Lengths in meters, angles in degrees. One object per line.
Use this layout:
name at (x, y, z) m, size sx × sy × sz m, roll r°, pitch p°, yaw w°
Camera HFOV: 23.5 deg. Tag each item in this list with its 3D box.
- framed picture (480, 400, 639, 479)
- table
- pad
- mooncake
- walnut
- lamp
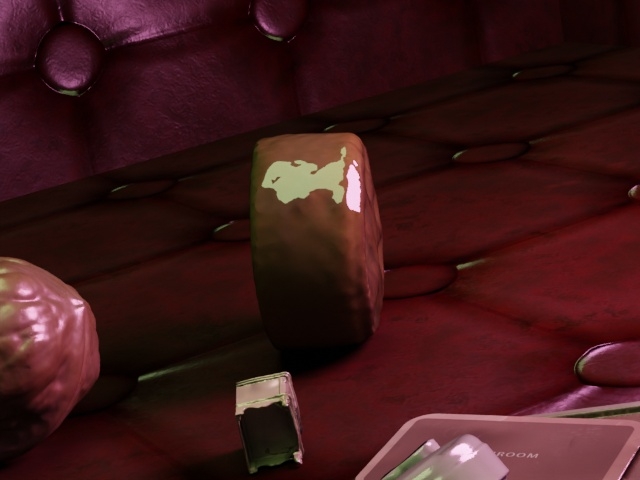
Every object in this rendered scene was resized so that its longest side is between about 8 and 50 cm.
framed picture at (0.269, 0.231, 1.441) m, size 0.247 × 0.022 × 0.335 m, roll -9°, pitch 16°, yaw 9°
table at (-0.055, 0.197, 1.663) m, size 0.062 × 0.079 × 0.083 m, roll -12°, pitch 17°, yaw 2°
pad at (0.178, 0.211, 1.521) m, size 0.266 × 0.002 × 0.176 m, roll -2°, pitch 19°, yaw 29°
mooncake at (0.000, 0.000, 1.961) m, size 0.155 × 0.285 × 0.284 m, roll -3°, pitch 16°, yaw 5°
walnut at (-0.390, 0.137, 1.813) m, size 0.273 × 0.273 × 0.227 m, roll -11°, pitch 48°, yaw -1°
lamp at (0.091, 0.247, 1.327) m, size 0.179 × 0.108 × 0.246 m, roll -36°, pitch -4°, yaw 7°
